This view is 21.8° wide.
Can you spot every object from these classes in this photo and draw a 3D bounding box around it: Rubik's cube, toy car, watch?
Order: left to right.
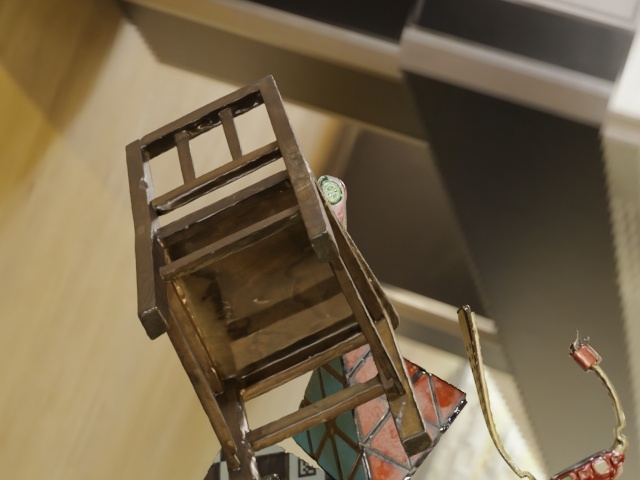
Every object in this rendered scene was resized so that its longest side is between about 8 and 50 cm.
[{"bbox_3d":[0.000,0.000,1.771,0.069,0.055,0.142,-26,-126,52],"label":"toy car"},{"bbox_3d":[0.049,0.204,1.862,0.190,0.178,0.211,0,78,-41],"label":"Rubik's cube"},{"bbox_3d":[0.280,0.190,2.062,0.102,0.165,0.268,61,12,-79],"label":"watch"}]

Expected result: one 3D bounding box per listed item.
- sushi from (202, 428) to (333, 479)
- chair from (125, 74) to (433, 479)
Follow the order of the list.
[{"bbox_3d":[-0.080,0.344,1.922,0.219,0.231,0.047,-60,145,-7],"label":"sushi"},{"bbox_3d":[-0.055,0.041,1.603,0.240,0.203,0.416,62,4,-24],"label":"chair"}]
